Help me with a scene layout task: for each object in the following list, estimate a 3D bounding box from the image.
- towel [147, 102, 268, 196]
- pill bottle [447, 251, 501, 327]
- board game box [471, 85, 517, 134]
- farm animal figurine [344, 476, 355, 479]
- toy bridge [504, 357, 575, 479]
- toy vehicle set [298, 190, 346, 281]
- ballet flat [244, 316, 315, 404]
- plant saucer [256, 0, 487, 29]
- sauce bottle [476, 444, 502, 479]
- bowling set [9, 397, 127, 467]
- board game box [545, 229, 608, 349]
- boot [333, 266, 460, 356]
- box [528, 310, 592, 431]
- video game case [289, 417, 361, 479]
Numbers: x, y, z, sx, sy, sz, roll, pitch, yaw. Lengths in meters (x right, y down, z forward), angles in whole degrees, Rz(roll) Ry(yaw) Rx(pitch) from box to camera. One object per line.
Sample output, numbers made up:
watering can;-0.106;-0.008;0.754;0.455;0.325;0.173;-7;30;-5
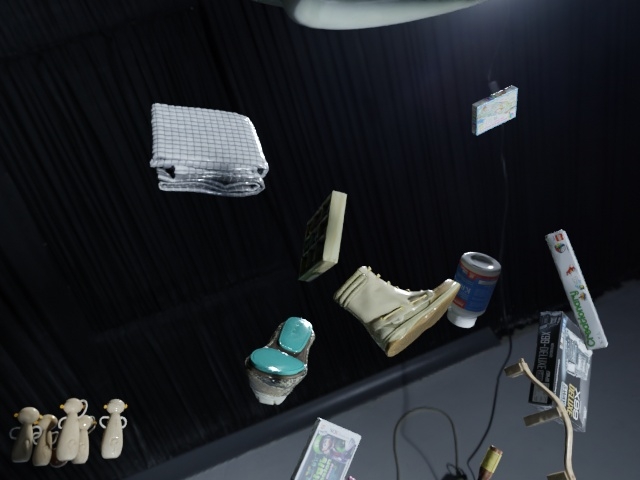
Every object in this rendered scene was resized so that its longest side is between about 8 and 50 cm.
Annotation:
towel;-0.296;-0.224;1.237;0.283;0.121;0.235;0;48;-23
pill bottle;0.472;0.159;1.508;0.124;0.222;0.124;7;28;-4
board game box;0.551;-0.412;1.526;0.154;0.104;0.026;-26;44;-10
farm animal figurine;0.122;0.852;1.345;0.329;0.327;0.172;6;4;-17
toy bridge;0.354;0.277;0.758;0.063;0.026;0.188;-34;54;32
toy vehicle set;0.000;0.000;1.205;0.035;0.166;0.267;12;-17;-12
ballet flat;-0.119;0.377;1.428;0.163;0.182;0.483;20;10;6
plant saucer;0.070;-0.222;0.324;0.399;0.101;0.400;-10;12;2
sauce bottle;0.495;0.675;1.427;0.042;0.042;0.128;21;76;50
bowling set;-0.699;0.521;1.303;0.199;0.286;0.154;-31;54;36
board game box;0.690;0.132;1.297;0.053;0.306;0.193;-21;-17;26
boot;0.182;0.126;1.130;0.261;0.095;0.203;-33;57;-26
box;0.775;0.419;1.541;0.076;0.242;0.308;-13;48;49
video game case;0.014;0.591;1.285;0.022;0.173;0.191;7;66;52
